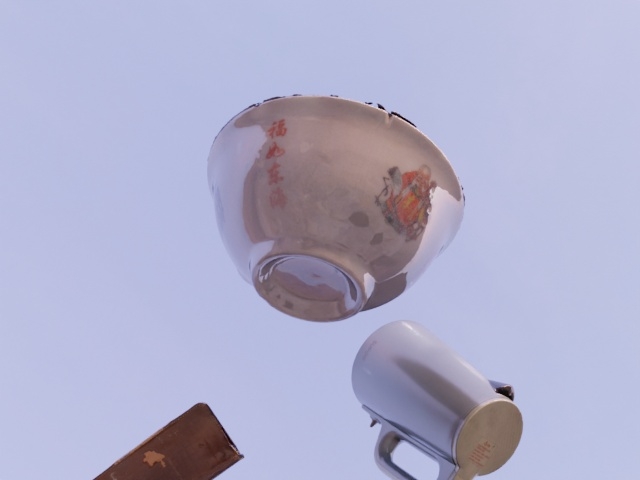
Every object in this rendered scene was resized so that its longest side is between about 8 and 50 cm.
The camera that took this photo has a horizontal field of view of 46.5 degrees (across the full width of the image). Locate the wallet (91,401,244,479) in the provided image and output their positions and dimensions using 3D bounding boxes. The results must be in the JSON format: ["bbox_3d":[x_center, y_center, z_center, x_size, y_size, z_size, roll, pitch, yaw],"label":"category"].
[{"bbox_3d":[-0.185,0.273,0.875,0.176,0.026,0.095,-37,-120,-7],"label":"wallet"}]

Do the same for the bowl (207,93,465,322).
[{"bbox_3d":[0.000,0.000,0.929,0.346,0.157,0.345,10,-39,8],"label":"bowl"}]

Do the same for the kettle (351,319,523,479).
[{"bbox_3d":[0.153,0.252,1.074,0.160,0.243,0.210,41,-95,-30],"label":"kettle"}]
